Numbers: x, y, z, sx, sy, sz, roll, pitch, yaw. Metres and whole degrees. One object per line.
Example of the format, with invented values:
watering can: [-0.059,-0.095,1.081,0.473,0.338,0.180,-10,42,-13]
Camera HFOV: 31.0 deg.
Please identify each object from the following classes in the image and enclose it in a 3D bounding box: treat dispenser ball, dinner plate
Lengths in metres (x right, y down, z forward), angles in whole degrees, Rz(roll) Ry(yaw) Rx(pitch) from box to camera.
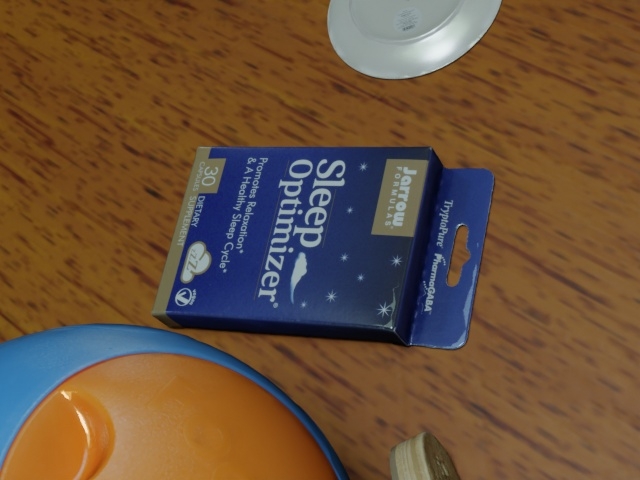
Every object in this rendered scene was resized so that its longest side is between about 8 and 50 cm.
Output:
treat dispenser ball: [-0.115,0.188,0.604,0.288,0.288,0.288,-11,61,20]
dinner plate: [0.068,-0.186,0.875,0.141,0.017,0.141,-10,63,21]

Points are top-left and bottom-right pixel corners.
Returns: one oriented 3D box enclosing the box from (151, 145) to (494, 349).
box: [0.000,0.000,0.800,0.225,0.036,0.136,3,66,24]

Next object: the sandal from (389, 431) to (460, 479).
sandal: [0.108,0.199,0.617,0.079,0.088,0.240,-30,51,16]
